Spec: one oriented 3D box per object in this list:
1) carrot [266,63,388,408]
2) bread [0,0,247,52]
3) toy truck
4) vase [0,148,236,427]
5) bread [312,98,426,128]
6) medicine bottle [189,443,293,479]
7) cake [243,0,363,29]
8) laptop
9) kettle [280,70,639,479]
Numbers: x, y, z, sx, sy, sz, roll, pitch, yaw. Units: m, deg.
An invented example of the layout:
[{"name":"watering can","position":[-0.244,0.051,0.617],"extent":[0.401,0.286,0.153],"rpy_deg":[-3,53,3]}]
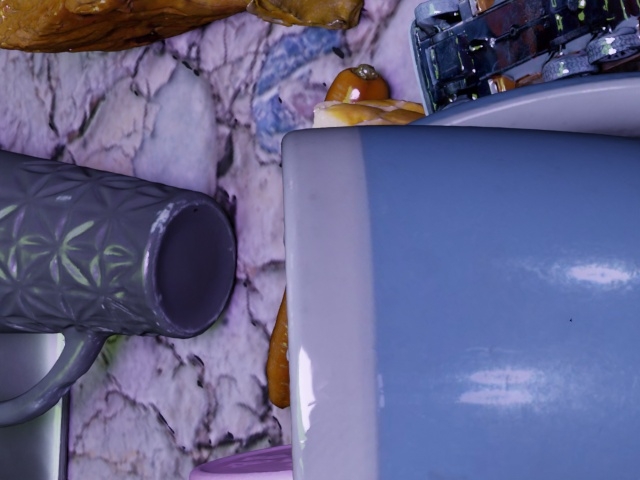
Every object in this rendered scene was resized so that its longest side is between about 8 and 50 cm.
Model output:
[{"name":"carrot","position":[0.000,0.000,1.196],"extent":[0.043,0.043,0.248],"rpy_deg":[28,112,37]},{"name":"bread","position":[-0.143,-0.215,1.242],"extent":[0.149,0.143,0.158],"rpy_deg":[-6,88,47]},{"name":"toy truck","position":[0.143,-0.119,1.016],"extent":[0.178,0.115,0.080],"rpy_deg":[-20,80,47]},{"name":"vase","position":[-0.209,0.017,1.316],"extent":[0.301,0.156,0.251],"rpy_deg":[5,88,35]},{"name":"bread","position":[0.091,-0.023,1.058],"extent":[0.188,0.125,0.068],"rpy_deg":[34,114,35]},{"name":"medicine bottle","position":[0.033,0.279,1.078],"extent":[0.202,0.202,0.315],"rpy_deg":[-10,86,41]},{"name":"cake","position":[-0.042,-0.219,1.177],"extent":[0.080,0.116,0.185],"rpy_deg":[-14,88,42]},{"name":"laptop","position":[-0.297,0.116,1.477],"extent":[0.269,0.015,0.187],"rpy_deg":[6,95,41]},{"name":"kettle","position":[0.153,0.035,0.849],"extent":[0.247,0.342,0.319],"rpy_deg":[88,178,-52]}]
